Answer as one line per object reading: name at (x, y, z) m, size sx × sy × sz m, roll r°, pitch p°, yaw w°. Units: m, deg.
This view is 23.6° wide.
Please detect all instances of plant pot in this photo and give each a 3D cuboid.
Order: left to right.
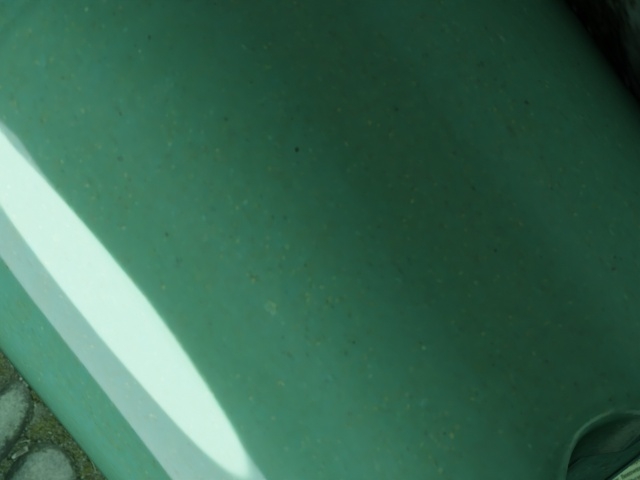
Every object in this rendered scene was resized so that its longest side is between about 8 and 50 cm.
plant pot at (-0.005, -0.016, 0.659) m, size 0.334 × 0.341 × 0.341 m, roll 52°, pitch 173°, yaw 15°

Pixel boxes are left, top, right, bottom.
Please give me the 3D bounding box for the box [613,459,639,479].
box at (0.118, 0.101, 0.874) m, size 0.232 × 0.149 × 0.127 m, roll 62°, pitch 176°, yaw 9°
